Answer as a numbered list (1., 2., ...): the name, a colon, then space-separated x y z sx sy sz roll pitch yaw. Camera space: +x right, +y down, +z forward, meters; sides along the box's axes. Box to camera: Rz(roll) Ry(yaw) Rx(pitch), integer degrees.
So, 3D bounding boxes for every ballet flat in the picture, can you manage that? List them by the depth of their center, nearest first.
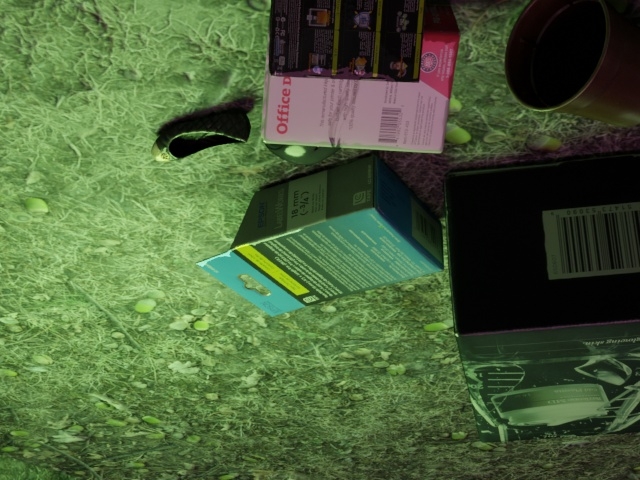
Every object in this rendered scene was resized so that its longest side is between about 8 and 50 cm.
1. ballet flat: -0.180 -0.147 1.743 0.173 0.049 0.057 -17 145 27

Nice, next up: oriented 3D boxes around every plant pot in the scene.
1. plant pot: 0.350 -0.225 1.513 0.165 0.167 0.167 14 148 -38

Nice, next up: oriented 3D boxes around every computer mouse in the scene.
1. computer mouse: -0.014 -0.180 1.675 0.184 0.060 0.262 24 142 -36

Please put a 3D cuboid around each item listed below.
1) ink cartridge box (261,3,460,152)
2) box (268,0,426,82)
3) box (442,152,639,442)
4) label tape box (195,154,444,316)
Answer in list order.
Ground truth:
1. ink cartridge box: 0.046 -0.212 1.522 0.237 0.100 0.172 3 122 -4
2. box: 0.033 -0.286 1.403 0.184 0.045 0.191 1 109 -5
3. box: 0.466 0.106 1.942 0.479 0.297 0.472 -6 151 10
4. label tape box: 0.000 0.000 1.939 0.333 0.106 0.240 -16 147 26
